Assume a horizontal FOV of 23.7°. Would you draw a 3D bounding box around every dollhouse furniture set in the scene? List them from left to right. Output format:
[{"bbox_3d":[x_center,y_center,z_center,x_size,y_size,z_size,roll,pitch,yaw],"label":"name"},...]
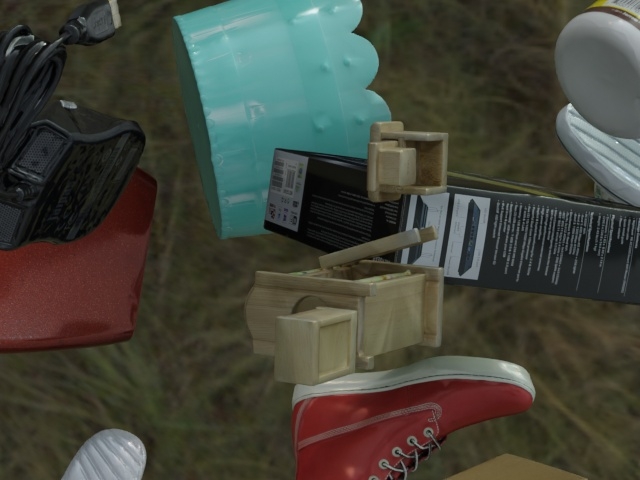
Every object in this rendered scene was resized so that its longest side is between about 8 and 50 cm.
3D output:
[{"bbox_3d":[0.000,0.000,1.031,0.182,0.101,0.161,-8,101,-59],"label":"dollhouse furniture set"}]

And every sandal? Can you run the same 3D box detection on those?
[{"bbox_3d":[-0.254,0.323,1.591,0.102,0.076,0.265,22,58,14],"label":"sandal"}]

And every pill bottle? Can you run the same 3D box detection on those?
[{"bbox_3d":[0.307,-0.185,1.301,0.215,0.117,0.117,-37,112,-28],"label":"pill bottle"}]

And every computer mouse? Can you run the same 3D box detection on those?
[{"bbox_3d":[-0.169,-0.075,0.941,0.060,0.262,0.184,31,107,9],"label":"computer mouse"}]

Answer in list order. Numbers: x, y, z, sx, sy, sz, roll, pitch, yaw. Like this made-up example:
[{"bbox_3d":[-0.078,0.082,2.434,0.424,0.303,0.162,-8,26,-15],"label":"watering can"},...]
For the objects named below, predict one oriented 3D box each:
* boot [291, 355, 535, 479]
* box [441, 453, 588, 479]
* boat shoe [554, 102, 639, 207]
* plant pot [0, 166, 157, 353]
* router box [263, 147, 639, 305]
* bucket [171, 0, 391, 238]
[{"bbox_3d":[0.087,0.207,1.449,0.088,0.244,0.176,58,27,-49],"label":"boot"},{"bbox_3d":[0.176,0.296,1.721,0.201,0.164,0.021,-18,101,-25],"label":"box"},{"bbox_3d":[0.318,-0.052,1.574,0.226,0.076,0.083,37,50,-11],"label":"boat shoe"},{"bbox_3d":[-0.325,0.001,1.650,0.235,0.267,0.267,11,83,-27],"label":"plant pot"},{"bbox_3d":[0.115,-0.016,1.313,0.243,0.309,0.081,6,96,-21],"label":"router box"},{"bbox_3d":[-0.043,-0.136,1.608,0.183,0.281,0.281,-12,103,-8],"label":"bucket"}]
